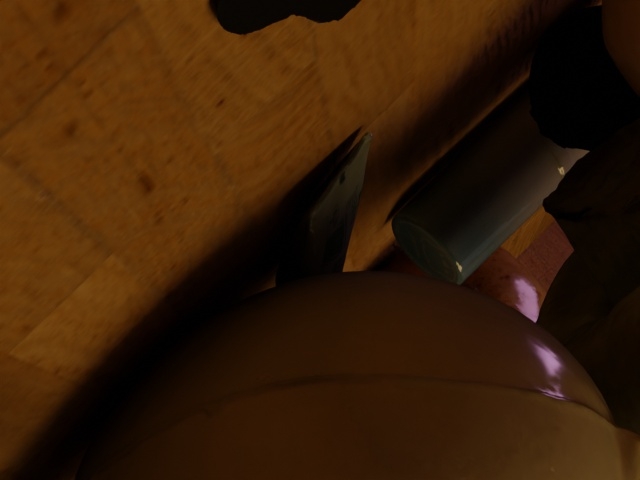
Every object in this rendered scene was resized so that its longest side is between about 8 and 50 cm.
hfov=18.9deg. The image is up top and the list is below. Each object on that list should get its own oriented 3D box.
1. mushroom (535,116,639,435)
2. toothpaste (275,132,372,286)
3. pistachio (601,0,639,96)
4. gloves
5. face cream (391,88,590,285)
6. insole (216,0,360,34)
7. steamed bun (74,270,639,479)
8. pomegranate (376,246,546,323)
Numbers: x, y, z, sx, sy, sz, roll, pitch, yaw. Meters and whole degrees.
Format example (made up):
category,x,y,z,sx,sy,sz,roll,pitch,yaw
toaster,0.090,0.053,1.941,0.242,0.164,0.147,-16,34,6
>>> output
category,x,y,z,sx,sy,sz,roll,pitch,yaw
mushroom,0.279,0.041,1.294,0.352,0.260,0.352,-38,-171,7
toothpaste,0.000,0.000,1.165,0.064,0.041,0.218,-54,174,-20
pistachio,0.266,-0.166,1.131,0.187,0.187,0.299,-43,168,-14
gloves,0.242,-0.135,1.426,0.203,0.124,0.164,-17,152,-36
face cream,0.167,-0.071,1.518,0.250,0.077,0.077,-43,173,-18
insole,0.000,-0.101,0.724,0.064,0.004,0.188,-46,173,14
steamed bun,0.013,0.183,1.147,0.334,0.334,0.374,-39,175,-38
pomegranate,0.108,0.097,1.713,0.215,0.215,0.215,-44,173,-7
